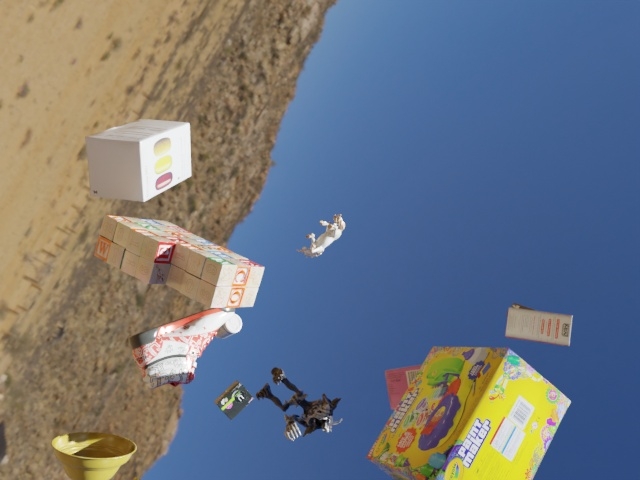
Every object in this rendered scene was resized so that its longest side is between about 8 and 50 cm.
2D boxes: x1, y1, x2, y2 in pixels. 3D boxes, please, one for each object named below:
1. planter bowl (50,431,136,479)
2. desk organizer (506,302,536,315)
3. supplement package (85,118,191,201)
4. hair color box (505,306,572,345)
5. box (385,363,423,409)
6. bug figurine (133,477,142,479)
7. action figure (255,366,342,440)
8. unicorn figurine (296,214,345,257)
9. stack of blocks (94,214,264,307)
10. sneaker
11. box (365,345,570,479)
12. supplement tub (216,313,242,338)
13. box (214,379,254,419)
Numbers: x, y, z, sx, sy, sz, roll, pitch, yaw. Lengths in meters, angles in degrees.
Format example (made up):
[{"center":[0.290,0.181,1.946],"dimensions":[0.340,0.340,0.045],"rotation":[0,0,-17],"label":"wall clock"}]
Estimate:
[{"center":[-0.601,0.579,1.710],"dimensions":[0.217,0.217,0.091],"rotation":[-175,-85,-70],"label":"planter bowl"},{"center":[0.619,0.230,1.960],"dimensions":[0.047,0.050,0.130],"rotation":[-55,-168,-3],"label":"desk organizer"},{"center":[-0.407,-0.188,1.486],"dimensions":[0.244,0.133,0.139],"rotation":[-55,149,-66],"label":"supplement package"},{"center":[0.506,0.200,1.509],"dimensions":[0.141,0.043,0.072],"rotation":[7,-99,23],"label":"hair color box"},{"center":[0.346,0.405,1.860],"dimensions":[0.213,0.242,0.118],"rotation":[147,-63,-63],"label":"box"},{"center":[-0.346,0.650,1.389],"dimensions":[0.072,0.279,0.216],"rotation":[-30,-148,-12],"label":"bug figurine"},{"center":[-0.046,0.476,1.810],"dimensions":[0.164,0.275,0.141],"rotation":[-46,-159,13],"label":"action figure"},{"center":[0.000,0.000,1.691],"dimensions":[0.161,0.111,0.060],"rotation":[-27,-112,8],"label":"unicorn figurine"},{"center":[-0.282,0.040,1.293],"dimensions":[0.297,0.171,0.087],"rotation":[22,-81,31],"label":"stack of blocks"},{"center":[-0.304,0.250,1.522],"dimensions":[0.270,0.145,0.090],"rotation":[-17,178,-38],"label":"sneaker"},{"center":[0.285,0.380,1.296],"dimensions":[0.290,0.177,0.279],"rotation":[-54,-169,-20],"label":"box"},{"center":[-0.326,0.298,2.261],"dimensions":[0.107,0.071,0.071],"rotation":[-31,-149,49],"label":"supplement tub"},{"center":[-0.232,0.427,1.743],"dimensions":[0.083,0.062,0.052],"rotation":[-43,-171,-18],"label":"box"}]
